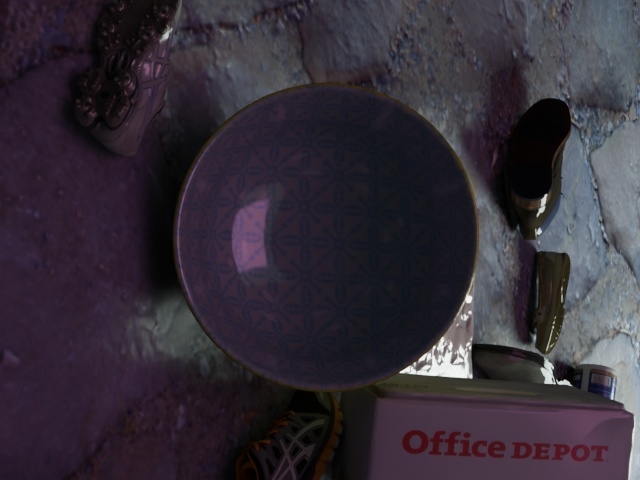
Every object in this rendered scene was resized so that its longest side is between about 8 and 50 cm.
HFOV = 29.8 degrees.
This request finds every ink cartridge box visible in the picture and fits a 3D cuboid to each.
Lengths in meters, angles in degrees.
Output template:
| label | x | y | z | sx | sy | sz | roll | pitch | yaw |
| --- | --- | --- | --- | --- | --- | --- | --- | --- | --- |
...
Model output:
| label | x | y | z | sx | sy | sz | roll | pitch | yaw |
| --- | --- | --- | --- | --- | --- | --- | --- | --- | --- |
| ink cartridge box | 0.152 | 0.338 | 1.249 | 0.279 | 0.160 | 0.385 | 5 | 93 | -13 |

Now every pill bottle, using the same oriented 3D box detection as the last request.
| label | x | y | z | sx | sy | sz | roll | pitch | yaw |
| --- | --- | --- | --- | --- | --- | --- | --- | --- | --- |
| pill bottle | 0.416 | 0.255 | 1.846 | 0.067 | 0.067 | 0.120 | 34 | 61 | -48 |

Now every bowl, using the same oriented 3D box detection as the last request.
| label | x | y | z | sx | sy | sz | roll | pitch | yaw |
| --- | --- | --- | --- | --- | --- | --- | --- | --- | --- |
| bowl | 0.000 | 0.000 | 1.188 | 0.156 | 0.289 | 0.289 | 153 | -63 | -83 |

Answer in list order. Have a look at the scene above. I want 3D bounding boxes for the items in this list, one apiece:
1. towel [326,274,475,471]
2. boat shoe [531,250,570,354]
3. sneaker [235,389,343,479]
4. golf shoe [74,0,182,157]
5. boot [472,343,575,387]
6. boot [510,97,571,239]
| label | x | y | z | sx | sy | sz | roll | pitch | yaw |
| --- | --- | --- | --- | --- | --- | --- | --- | --- | --- |
| towel | 0.096 | 0.100 | 1.429 | 0.332 | 0.053 | 0.317 | -1 | 89 | -55 |
| boat shoe | 0.331 | 0.091 | 1.768 | 0.056 | 0.048 | 0.153 | 22 | 76 | -64 |
| sneaker | -0.041 | 0.223 | 1.217 | 0.083 | 0.084 | 0.215 | 32 | 45 | -12 |
| golf shoe | -0.167 | -0.157 | 1.093 | 0.086 | 0.069 | 0.176 | 66 | 40 | -58 |
| boot | 0.273 | 0.246 | 1.646 | 0.246 | 0.083 | 0.161 | 36 | 65 | -45 |
| boot | 0.316 | -0.105 | 1.747 | 0.106 | 0.082 | 0.219 | 81 | 26 | -48 |
